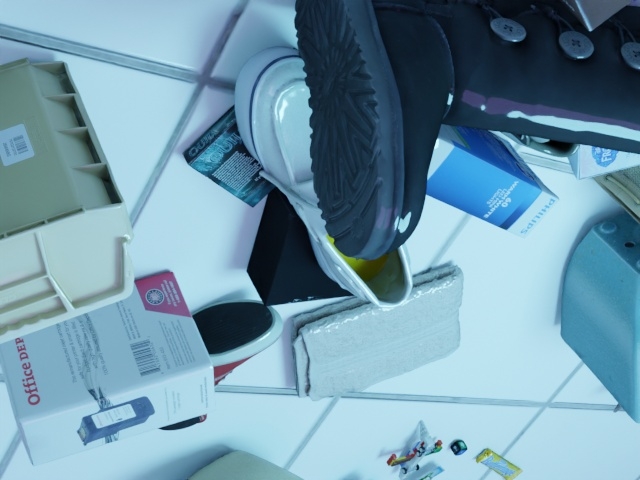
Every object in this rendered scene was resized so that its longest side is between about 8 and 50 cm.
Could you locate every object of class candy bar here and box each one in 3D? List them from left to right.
[{"bbox_3d":[0.347,0.438,2.151,0.040,0.018,0.161,-39,140,11],"label":"candy bar"}]

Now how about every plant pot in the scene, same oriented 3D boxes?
[{"bbox_3d":[-0.113,0.441,1.725,0.284,0.284,0.191,45,66,-49],"label":"plant pot"},{"bbox_3d":[0.531,0.080,1.732,0.248,0.247,0.252,-22,127,-9],"label":"plant pot"}]

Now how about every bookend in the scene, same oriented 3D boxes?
[{"bbox_3d":[0.000,0.000,1.450,0.156,0.072,0.157,-6,134,-27],"label":"bookend"}]

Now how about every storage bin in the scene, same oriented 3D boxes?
[{"bbox_3d":[-0.335,-0.035,1.071,0.260,0.262,0.123,-19,137,-12],"label":"storage bin"}]

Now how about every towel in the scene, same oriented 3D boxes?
[{"bbox_3d":[0.089,0.145,1.672,0.282,0.049,0.187,-19,139,-13],"label":"towel"}]

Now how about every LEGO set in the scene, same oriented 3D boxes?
[{"bbox_3d":[0.146,0.415,2.006,0.244,0.060,0.182,-31,152,4],"label":"LEGO set"}]

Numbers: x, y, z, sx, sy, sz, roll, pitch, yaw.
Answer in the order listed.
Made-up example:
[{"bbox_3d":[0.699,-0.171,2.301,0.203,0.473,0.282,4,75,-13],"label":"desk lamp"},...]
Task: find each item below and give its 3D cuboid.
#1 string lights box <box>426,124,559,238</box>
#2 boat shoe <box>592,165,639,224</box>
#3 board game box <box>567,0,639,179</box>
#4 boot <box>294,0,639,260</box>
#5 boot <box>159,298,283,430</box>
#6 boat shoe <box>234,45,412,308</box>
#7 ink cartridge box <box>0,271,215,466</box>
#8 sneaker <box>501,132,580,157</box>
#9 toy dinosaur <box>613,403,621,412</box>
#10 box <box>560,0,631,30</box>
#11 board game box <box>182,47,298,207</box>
[{"bbox_3d":[0.176,-0.101,1.401,0.260,0.133,0.077,20,117,-42],"label":"string lights box"},{"bbox_3d":[0.509,0.006,1.558,0.110,0.341,0.121,-34,152,10],"label":"boat shoe"},{"bbox_3d":[0.477,-0.241,1.436,0.318,0.066,0.318,-14,139,1],"label":"board game box"},{"bbox_3d":[0.214,-0.128,1.178,0.445,0.367,0.146,7,148,-23],"label":"boot"},{"bbox_3d":[-0.149,0.181,1.544,0.244,0.088,0.176,-23,141,5],"label":"boot"},{"bbox_3d":[0.025,-0.051,1.266,0.136,0.156,0.367,-34,129,-14],"label":"boat shoe"},{"bbox_3d":[-0.270,0.155,1.373,0.237,0.172,0.100,-15,138,-17],"label":"ink cartridge box"},{"bbox_3d":[0.238,-0.181,1.378,0.271,0.108,0.100,20,121,-41],"label":"sneaker"},{"bbox_3d":[0.683,0.255,2.089,0.296,0.127,0.200,1,125,-15],"label":"toy dinosaur"},{"bbox_3d":[0.372,-0.415,1.148,0.381,0.191,0.143,-34,140,6],"label":"box"},{"bbox_3d":[-0.057,-0.131,1.316,0.186,0.026,0.126,-41,138,13],"label":"board game box"}]
